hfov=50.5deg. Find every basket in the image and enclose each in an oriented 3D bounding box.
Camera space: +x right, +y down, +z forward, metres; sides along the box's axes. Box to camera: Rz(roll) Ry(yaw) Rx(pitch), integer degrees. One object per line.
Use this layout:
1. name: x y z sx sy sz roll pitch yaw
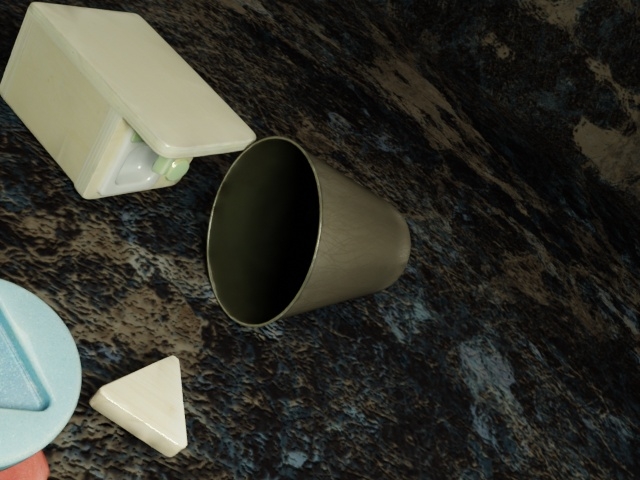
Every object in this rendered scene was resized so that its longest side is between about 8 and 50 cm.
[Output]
1. basket: 0.000 0.000 0.810 0.154 0.205 0.226 14 3 35

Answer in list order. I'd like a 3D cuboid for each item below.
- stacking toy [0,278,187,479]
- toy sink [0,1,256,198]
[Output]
1. stacking toy: -0.151 0.162 0.436 0.279 0.130 0.309 8 50 -45
2. toy sink: -0.215 -0.135 0.758 0.234 0.131 0.152 45 31 14
